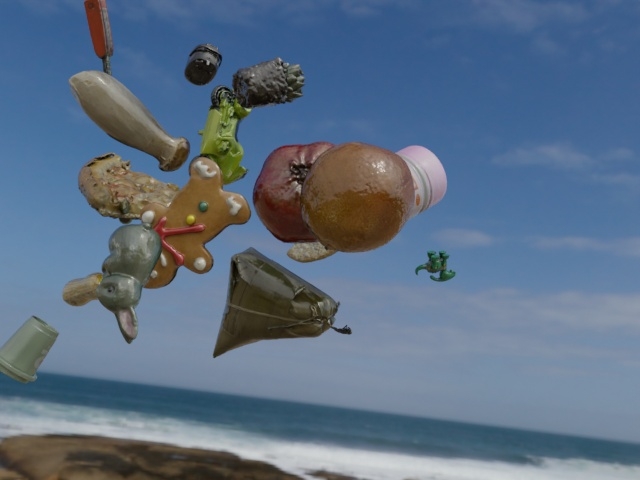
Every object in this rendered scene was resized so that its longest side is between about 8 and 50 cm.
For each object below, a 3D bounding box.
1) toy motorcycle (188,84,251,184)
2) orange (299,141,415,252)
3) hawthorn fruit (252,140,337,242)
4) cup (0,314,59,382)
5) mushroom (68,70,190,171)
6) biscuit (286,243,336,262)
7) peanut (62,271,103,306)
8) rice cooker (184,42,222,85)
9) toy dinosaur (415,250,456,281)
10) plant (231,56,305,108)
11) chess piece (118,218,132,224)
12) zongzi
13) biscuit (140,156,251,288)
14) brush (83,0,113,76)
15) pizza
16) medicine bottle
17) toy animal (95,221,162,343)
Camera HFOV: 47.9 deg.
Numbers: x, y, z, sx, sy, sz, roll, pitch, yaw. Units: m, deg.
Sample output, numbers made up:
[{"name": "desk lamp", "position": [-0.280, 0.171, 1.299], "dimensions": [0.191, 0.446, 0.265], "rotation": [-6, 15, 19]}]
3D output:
[{"name": "toy motorcycle", "position": [-0.297, -0.318, 2.286], "dimensions": [0.142, 0.342, 0.206], "rotation": [5, -15, 35]}, {"name": "orange", "position": [0.078, -0.092, 1.607], "dimensions": [0.264, 0.264, 0.264], "rotation": [7, -12, 1]}, {"name": "hawthorn fruit", "position": [-0.030, -0.103, 1.906], "dimensions": [0.287, 0.287, 0.330], "rotation": [5, -23, 7]}, {"name": "cup", "position": [-0.692, 0.254, 1.699], "dimensions": [0.120, 0.141, 0.120], "rotation": [32, -14, 9]}, {"name": "mushroom", "position": [-0.488, -0.306, 1.844], "dimensions": [0.350, 0.128, 0.128], "rotation": [37, -25, -23]}, {"name": "biscuit", "position": [0.000, 0.000, 2.571], "dimensions": [0.265, 0.188, 0.040], "rotation": [-19, -49, 16]}, {"name": "peanut", "position": [-0.717, 0.151, 2.198], "dimensions": [0.207, 0.087, 0.087], "rotation": [-17, -24, 35]}, {"name": "rice cooker", "position": [-0.420, -0.624, 2.565], "dimensions": [0.112, 0.106, 0.165], "rotation": [22, -29, -23]}, {"name": "toy dinosaur", "position": [0.355, 0.085, 2.219], "dimensions": [0.132, 0.096, 0.059], "rotation": [-5, 19, -9]}, {"name": "plant", "position": [-0.145, -0.445, 2.042], "dimensions": [0.194, 0.129, 0.132], "rotation": [-16, 10, -28]}, {"name": "chess piece", "position": [-0.586, -0.073, 2.195], "dimensions": [0.042, 0.042, 0.093], "rotation": [8, 6, -4]}, {"name": "zongzi", "position": [-0.111, 0.269, 2.135], "dimensions": [0.447, 0.418, 0.181], "rotation": [29, 23, 23]}, {"name": "biscuit", "position": [-0.326, -0.017, 1.695], "dimensions": [0.216, 0.340, 0.047], "rotation": [49, 4, 1]}, {"name": "brush", "position": [-0.731, -0.696, 2.394], "dimensions": [0.070, 0.323, 0.051], "rotation": [1, 14, 28]}, {"name": "pizza", "position": [-0.570, -0.150, 2.128], "dimensions": [0.435, 0.080, 0.392], "rotation": [24, 17, 16]}, {"name": "medicine bottle", "position": [0.197, -0.139, 2.107], "dimensions": [0.316, 0.202, 0.202], "rotation": [-29, 11, -35]}, {"name": "toy animal", "position": [-0.415, 0.088, 1.535], "dimensions": [0.125, 0.251, 0.127], "rotation": [2, -26, 4]}]
